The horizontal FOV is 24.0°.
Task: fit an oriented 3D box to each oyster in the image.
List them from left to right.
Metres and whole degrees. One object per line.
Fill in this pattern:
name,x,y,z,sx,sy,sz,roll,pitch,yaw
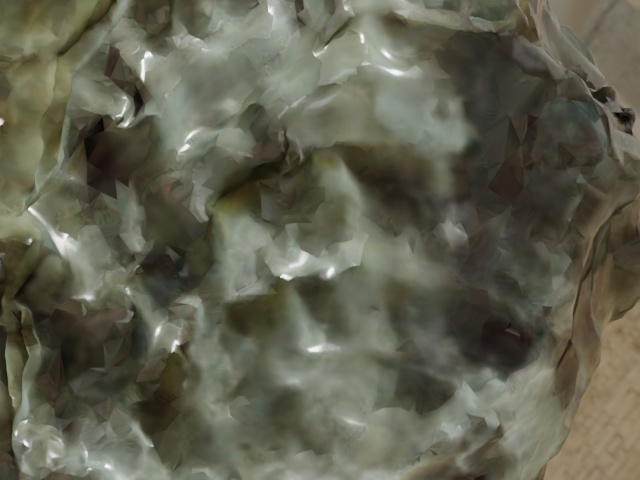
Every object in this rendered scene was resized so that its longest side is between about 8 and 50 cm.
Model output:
oyster,0.000,0.000,0.367,0.198,0.267,0.112,-22,-163,-18
